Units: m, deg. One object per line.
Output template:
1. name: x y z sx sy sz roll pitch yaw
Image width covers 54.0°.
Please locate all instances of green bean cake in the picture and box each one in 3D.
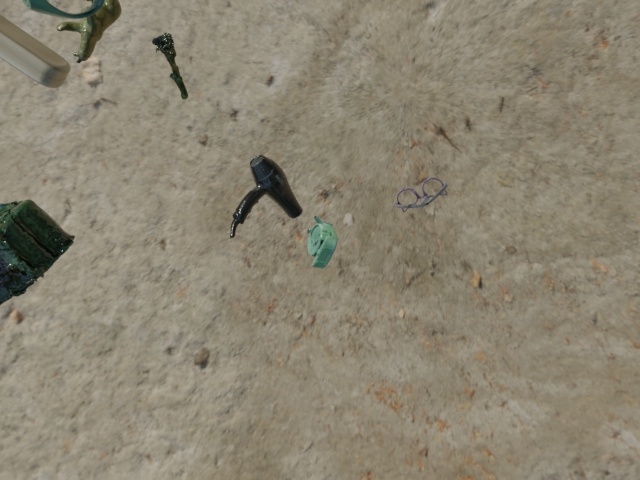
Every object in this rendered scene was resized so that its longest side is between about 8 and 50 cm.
1. green bean cake: -0.468 0.039 0.864 0.208 0.193 0.107 -9 127 34

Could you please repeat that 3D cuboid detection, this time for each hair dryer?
1. hair dryer: -0.186 -0.094 1.868 0.271 0.091 0.235 -49 125 -21

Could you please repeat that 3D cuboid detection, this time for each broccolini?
1. broccolini: -0.423 -0.502 1.838 0.058 0.067 0.216 9 141 23

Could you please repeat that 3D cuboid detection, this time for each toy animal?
1. toy animal: -0.602 -0.581 1.667 0.103 0.101 0.218 9 62 37

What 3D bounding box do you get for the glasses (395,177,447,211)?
1. glasses: 0.247 -0.095 1.538 0.140 0.103 0.062 -23 115 18

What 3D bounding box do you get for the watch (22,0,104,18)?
1. watch: -0.543 -0.576 1.291 0.195 0.068 0.237 -32 124 -27

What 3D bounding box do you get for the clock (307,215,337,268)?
1. clock: 0.000 0.000 1.605 0.041 0.135 0.101 12 123 -22

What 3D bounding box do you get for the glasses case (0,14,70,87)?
1. glasses case: -0.545 -0.347 1.119 0.196 0.083 0.050 35 106 -13
